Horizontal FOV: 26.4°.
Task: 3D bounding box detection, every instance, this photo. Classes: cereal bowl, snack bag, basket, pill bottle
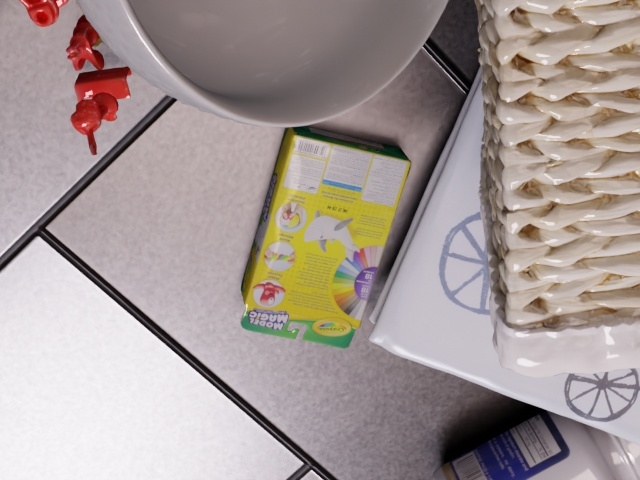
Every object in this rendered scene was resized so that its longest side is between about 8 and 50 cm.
[{"bbox_3d":[-0.051,-0.253,0.937,0.339,0.141,0.338,-18,117,-39],"label":"cereal bowl"},{"bbox_3d":[0.253,0.000,1.130,0.343,0.037,0.323,22,101,-2],"label":"snack bag"},{"bbox_3d":[0.259,-0.112,0.889,0.328,0.331,0.266,-6,118,7],"label":"basket"},{"bbox_3d":[0.206,0.213,1.219,0.187,0.112,0.112,-28,113,3],"label":"pill bottle"}]

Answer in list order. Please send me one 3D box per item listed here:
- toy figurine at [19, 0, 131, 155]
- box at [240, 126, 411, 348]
[{"bbox_3d":[-0.280,-0.223,0.924,0.217,0.191,0.362,-8,125,7],"label":"toy figurine"},{"bbox_3d":[0.000,0.000,1.138,0.105,0.043,0.179,13,107,-14],"label":"box"}]
